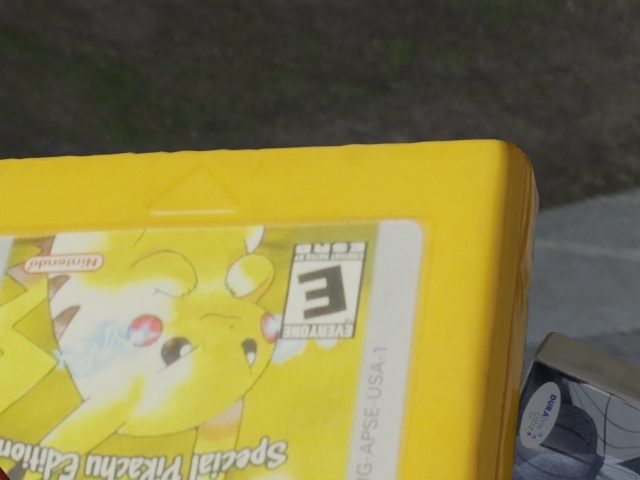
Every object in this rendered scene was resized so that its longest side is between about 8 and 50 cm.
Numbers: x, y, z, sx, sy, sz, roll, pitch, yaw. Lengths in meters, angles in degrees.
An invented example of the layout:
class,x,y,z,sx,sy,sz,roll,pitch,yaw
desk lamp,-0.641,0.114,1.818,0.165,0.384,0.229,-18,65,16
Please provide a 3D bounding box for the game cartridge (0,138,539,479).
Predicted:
class,x,y,z,sx,sy,sz,roll,pitch,yaw
game cartridge,-0.067,0.105,0.649,0.285,0.323,0.052,-2,145,17

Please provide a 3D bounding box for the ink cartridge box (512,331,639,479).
class,x,y,z,sx,sy,sz,roll,pitch,yaw
ink cartridge box,0.232,0.187,0.808,0.333,0.165,0.065,23,-163,12

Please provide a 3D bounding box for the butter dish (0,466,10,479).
class,x,y,z,sx,sy,sz,roll,pitch,yaw
butter dish,-0.017,0.129,0.377,0.118,0.160,0.160,-17,131,3
